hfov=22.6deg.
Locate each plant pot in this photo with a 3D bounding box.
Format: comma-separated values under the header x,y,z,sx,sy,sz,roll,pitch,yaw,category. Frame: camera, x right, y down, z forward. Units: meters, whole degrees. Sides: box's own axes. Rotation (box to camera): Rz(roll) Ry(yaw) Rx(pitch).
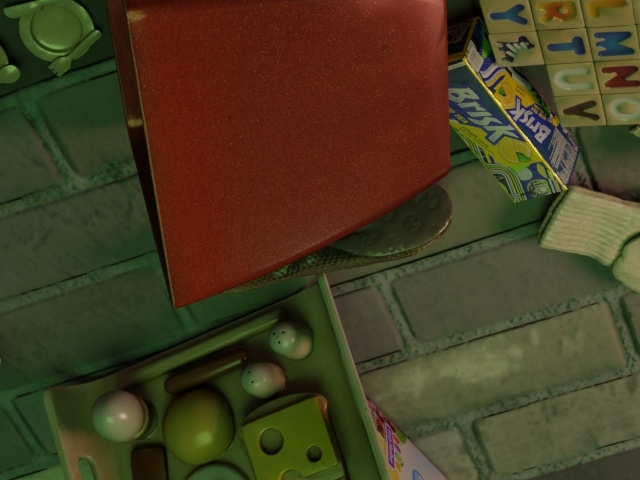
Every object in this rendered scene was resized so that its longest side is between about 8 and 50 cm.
x,y,z,sx,sy,sz,roll,pitch,yaw,category
-0.036,-0.147,1.238,0.235,0.267,0.267,-12,127,-8,plant pot

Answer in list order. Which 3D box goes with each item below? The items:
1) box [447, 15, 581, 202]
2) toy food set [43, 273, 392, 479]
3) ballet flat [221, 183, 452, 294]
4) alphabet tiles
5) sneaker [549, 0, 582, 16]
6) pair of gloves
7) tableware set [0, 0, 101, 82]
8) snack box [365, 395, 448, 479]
x,y,z,sx,sy,sz,roll,pitch,yaw,category
0.151,-0.110,1.364,0.059,0.054,0.169,-14,131,39,box
-0.096,0.184,1.480,0.306,0.220,0.092,-24,163,16,toy food set
0.000,0.000,1.452,0.249,0.084,0.058,-16,158,9,ballet flat
0.228,-0.170,1.259,0.198,0.009,0.237,-2,142,19,alphabet tiles
0.148,-0.227,1.281,0.166,0.065,0.076,36,141,-13,sneaker
0.334,-0.038,1.427,0.204,0.042,0.240,21,129,-22,pair of gloves
-0.275,-0.194,1.328,0.141,0.020,0.169,-23,123,14,tableware set
0.078,0.283,1.587,0.070,0.174,0.207,-28,123,22,snack box
